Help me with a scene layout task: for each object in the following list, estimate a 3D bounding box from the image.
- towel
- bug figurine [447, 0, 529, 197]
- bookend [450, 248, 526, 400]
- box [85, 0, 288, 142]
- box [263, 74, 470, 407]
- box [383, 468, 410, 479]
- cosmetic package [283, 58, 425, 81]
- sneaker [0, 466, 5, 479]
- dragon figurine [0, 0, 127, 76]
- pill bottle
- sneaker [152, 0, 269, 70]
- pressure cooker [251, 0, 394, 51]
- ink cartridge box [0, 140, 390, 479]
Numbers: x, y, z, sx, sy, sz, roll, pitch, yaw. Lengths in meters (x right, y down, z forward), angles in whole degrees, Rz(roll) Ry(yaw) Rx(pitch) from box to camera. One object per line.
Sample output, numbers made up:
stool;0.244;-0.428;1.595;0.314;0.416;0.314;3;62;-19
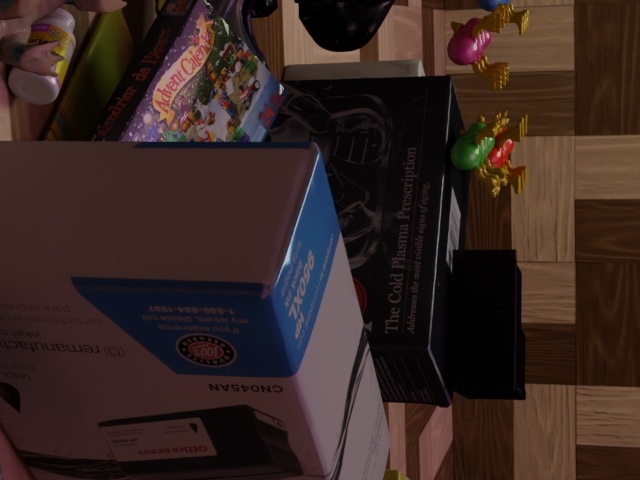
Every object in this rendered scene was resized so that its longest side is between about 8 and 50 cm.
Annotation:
towel;-0.215;-0.123;1.198;0.102;0.021;0.237;76;20;-46
bug figurine;0.190;-0.179;1.419;0.216;0.072;0.279;-45;136;-61
bookend;0.195;0.100;1.434;0.156;0.072;0.157;37;54;-73
box;-0.134;-0.092;1.179;0.159;0.044;0.233;45;64;-46
box;0.000;0.000;1.447;0.179;0.313;0.343;62;31;-59
box;-0.006;0.322;1.582;0.087;0.232;0.058;56;34;-67
cosmetic package;0.081;-0.110;1.949;0.385;0.217;0.156;62;31;-57
sneaker;-0.280;0.179;0.897;0.098;0.083;0.223;-24;111;-51
dragon figurine;-0.248;-0.189;0.944;0.289;0.144;0.085;-55;149;-33
pill bottle;-0.236;-0.160;1.072;0.043;0.043;0.083;70;24;-52
sneaker;-0.118;-0.157;1.303;0.111;0.121;0.299;-58;157;-79
pressure cooker;0.021;-0.429;1.440;0.370;0.376;0.420;-9;99;-55
ink cartridge box;-0.115;0.112;1.063;0.394;0.286;0.166;75;23;-44
